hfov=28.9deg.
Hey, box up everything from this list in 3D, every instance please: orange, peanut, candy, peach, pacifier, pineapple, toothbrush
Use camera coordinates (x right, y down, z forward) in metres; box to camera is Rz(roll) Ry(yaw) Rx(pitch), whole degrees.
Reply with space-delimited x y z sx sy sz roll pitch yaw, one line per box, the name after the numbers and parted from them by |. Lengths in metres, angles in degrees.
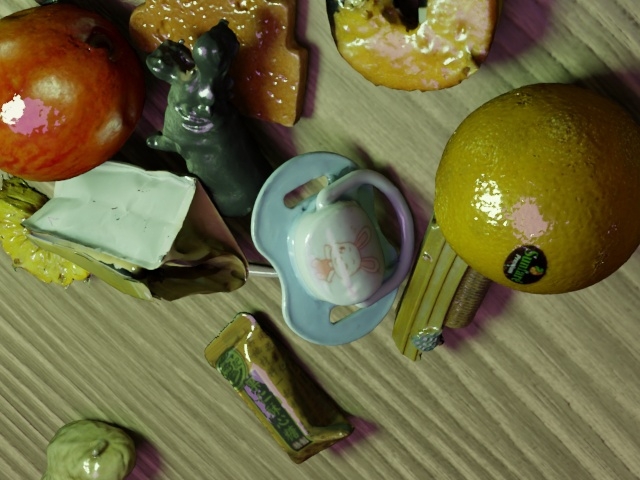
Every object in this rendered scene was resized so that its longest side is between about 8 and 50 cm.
0.277 -0.065 1.554 0.274 0.274 0.274 13 126 18 | orange
-0.449 0.427 2.330 0.291 0.143 0.159 -48 60 45 | peanut
-0.077 0.246 2.050 0.143 0.101 0.271 -39 94 33 | candy
-0.389 -0.220 1.798 0.281 0.238 0.281 -5 81 31 | peach
0.000 0.000 1.813 0.225 0.238 0.287 14 132 57 | pacifier
-0.472 0.004 2.089 0.233 0.079 0.135 38 132 -2 | pineapple
-0.096 0.051 1.971 0.307 0.025 0.030 5 132 22 | toothbrush

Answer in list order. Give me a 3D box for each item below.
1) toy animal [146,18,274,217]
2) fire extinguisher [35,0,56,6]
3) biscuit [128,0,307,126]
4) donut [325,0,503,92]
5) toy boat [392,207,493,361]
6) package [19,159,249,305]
-0.165 -0.165 1.755 0.168 0.106 0.343 12 142 24 | toy animal
-0.350 -0.376 1.787 0.157 0.045 0.078 -17 78 33 | fire extinguisher
-0.125 -0.286 1.745 0.284 0.043 0.306 -26 110 36 | biscuit
0.118 -0.310 1.564 0.253 0.118 0.253 14 129 18 | donut
0.188 0.055 1.793 0.115 0.089 0.310 16 127 -1 | toy boat
-0.296 0.007 1.877 0.311 0.165 0.221 15 146 37 | package
